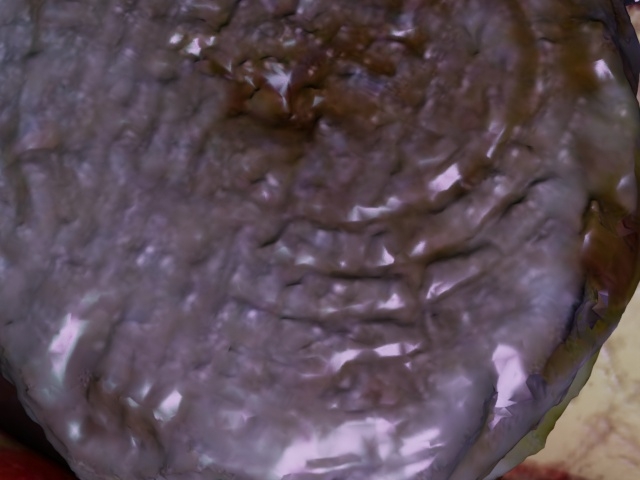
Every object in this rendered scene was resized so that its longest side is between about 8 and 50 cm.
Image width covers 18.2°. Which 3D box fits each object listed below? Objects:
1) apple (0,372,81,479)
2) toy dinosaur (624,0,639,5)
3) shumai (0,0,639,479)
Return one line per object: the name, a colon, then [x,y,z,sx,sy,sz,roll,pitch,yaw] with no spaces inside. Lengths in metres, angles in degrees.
apple: [-0.177,0.186,0.873,0.348,0.348,0.277,33,103,-9]
toy dinosaur: [0.200,-0.146,0.916,0.187,0.087,0.179,-37,109,29]
shumai: [0.000,0.000,0.886,0.304,0.263,0.309,35,75,22]
